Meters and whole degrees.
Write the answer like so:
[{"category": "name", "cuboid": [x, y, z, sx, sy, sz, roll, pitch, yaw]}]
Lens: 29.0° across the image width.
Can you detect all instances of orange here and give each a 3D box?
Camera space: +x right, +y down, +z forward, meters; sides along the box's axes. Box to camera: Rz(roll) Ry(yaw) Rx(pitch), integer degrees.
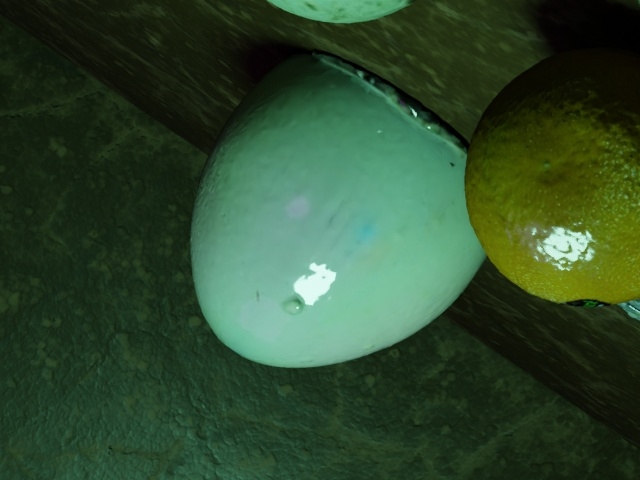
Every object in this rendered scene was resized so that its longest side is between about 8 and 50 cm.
[{"category": "orange", "cuboid": [0.205, -0.045, 0.925, 0.206, 0.206, 0.206, 33, 172, 5]}]

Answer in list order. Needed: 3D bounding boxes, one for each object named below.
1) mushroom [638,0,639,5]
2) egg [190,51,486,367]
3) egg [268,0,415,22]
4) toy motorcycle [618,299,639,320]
[{"category": "mushroom", "cuboid": [0.223, -0.111, 0.263, 0.290, 0.298, 0.297, 8, -179, -20]}, {"category": "egg", "cuboid": [0.000, 0.000, 1.506, 0.354, 0.340, 0.354, 35, 173, 5]}, {"category": "egg", "cuboid": [-0.002, -0.234, 0.727, 0.169, 0.169, 0.231, 25, 154, 49]}, {"category": "toy motorcycle", "cuboid": [0.346, 0.039, 1.178, 0.173, 0.108, 0.307, 42, 168, -16]}]
